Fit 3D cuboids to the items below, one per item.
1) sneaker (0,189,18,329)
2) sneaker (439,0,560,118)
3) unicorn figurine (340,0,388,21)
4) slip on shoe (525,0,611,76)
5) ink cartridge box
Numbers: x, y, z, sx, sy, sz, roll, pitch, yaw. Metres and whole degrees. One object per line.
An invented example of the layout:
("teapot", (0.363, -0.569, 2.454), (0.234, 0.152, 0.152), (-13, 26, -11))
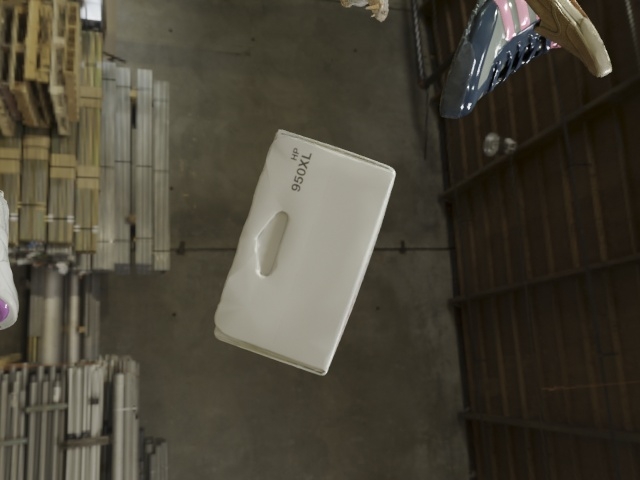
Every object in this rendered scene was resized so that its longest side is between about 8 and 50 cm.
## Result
("sneaker", (-0.489, 0.014, 0.833), (0.152, 0.114, 0.305), (-90, -167, -47))
("sneaker", (0.265, -0.277, 0.756), (0.319, 0.131, 0.112), (-60, 168, -18))
("unicorn figurine", (0.071, -0.353, 0.782), (0.162, 0.060, 0.111), (-144, -116, -69))
("slip on shoe", (0.213, -0.200, 0.515), (0.041, 0.135, 0.051), (-33, -165, 27))
("ink cartridge box", (0.000, 0.000, 0.897), (0.395, 0.166, 0.286), (-38, 146, -80))
